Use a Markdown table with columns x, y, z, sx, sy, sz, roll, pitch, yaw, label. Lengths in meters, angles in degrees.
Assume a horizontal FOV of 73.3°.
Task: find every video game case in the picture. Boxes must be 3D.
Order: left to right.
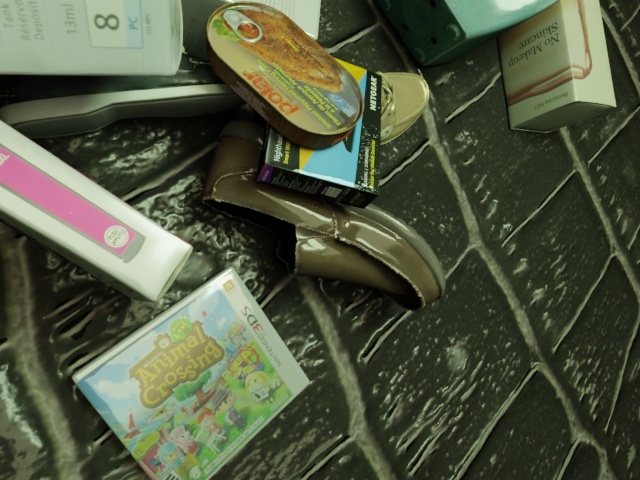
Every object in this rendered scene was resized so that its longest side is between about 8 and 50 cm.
| x | y | z | sx | sy | sz | roll | pitch | yaw | label |
| --- | --- | --- | --- | --- | --- | --- | --- | --- | --- |
| -0.141 | 0.168 | 0.521 | 0.212 | 0.023 | 0.193 | -37 | 101 | -27 | video game case |

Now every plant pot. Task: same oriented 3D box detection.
| x | y | z | sx | sy | sz | roll | pitch | yaw | label |
| --- | --- | --- | --- | --- | --- | --- | --- | --- | --- |
| 0.242 | -0.435 | 0.702 | 0.252 | 0.247 | 0.247 | -41 | 104 | -8 | plant pot |

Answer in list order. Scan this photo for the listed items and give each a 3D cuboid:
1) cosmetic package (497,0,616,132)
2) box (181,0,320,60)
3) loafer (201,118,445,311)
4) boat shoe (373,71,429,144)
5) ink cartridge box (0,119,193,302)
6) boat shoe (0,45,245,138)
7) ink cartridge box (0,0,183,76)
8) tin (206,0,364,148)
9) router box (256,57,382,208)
| x | y | z | sx | sy | sz | roll | pitch | yaw | label |
| --- | --- | --- | --- | --- | --- | --- | --- | --- | --- |
| 0.455 | -0.382 | 0.852 | 0.129 | 0.153 | 0.295 | -4 | 83 | -27 | cosmetic package |
| -0.104 | -0.291 | 0.545 | 0.171 | 0.130 | 0.090 | 10 | 77 | -28 | box |
| 0.000 | 0.000 | 0.572 | 0.366 | 0.134 | 0.130 | 34 | 71 | -10 | loafer |
| 0.069 | -0.196 | 0.643 | 0.303 | 0.098 | 0.109 | -25 | 95 | -29 | boat shoe |
| -0.300 | -0.063 | 0.379 | 0.371 | 0.176 | 0.069 | 35 | 69 | -20 | ink cartridge box |
| -0.199 | -0.187 | 0.489 | 0.303 | 0.114 | 0.091 | -17 | 97 | -30 | boat shoe |
| -0.342 | -0.229 | 0.333 | 0.385 | 0.091 | 0.308 | -12 | 48 | -28 | ink cartridge box |
| -0.039 | -0.177 | 0.461 | 0.190 | 0.040 | 0.106 | 44 | 58 | 3 | tin |
| 0.004 | -0.137 | 0.508 | 0.133 | 0.046 | 0.178 | 12 | 64 | -17 | router box |
